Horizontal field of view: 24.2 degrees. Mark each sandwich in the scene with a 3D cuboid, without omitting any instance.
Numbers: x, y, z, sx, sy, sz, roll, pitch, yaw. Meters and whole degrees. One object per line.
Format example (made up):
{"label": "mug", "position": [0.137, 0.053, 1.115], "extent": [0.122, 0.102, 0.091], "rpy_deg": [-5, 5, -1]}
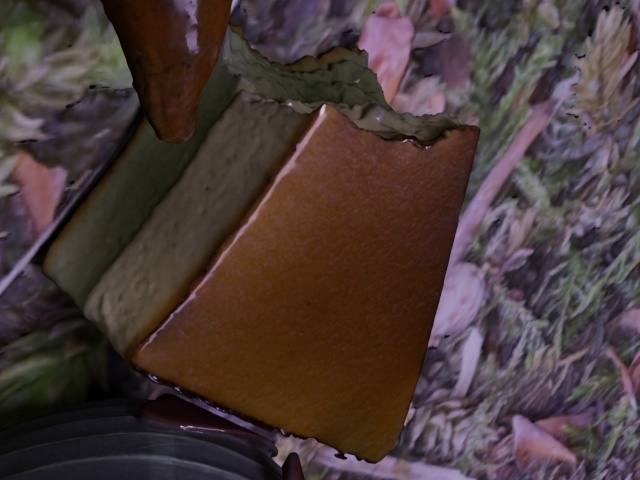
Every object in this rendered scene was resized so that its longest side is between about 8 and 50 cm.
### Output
{"label": "sandwich", "position": [0.000, 0.000, 0.763], "extent": [0.186, 0.108, 0.220], "rpy_deg": [-53, 140, 5]}

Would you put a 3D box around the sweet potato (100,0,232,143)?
{"label": "sweet potato", "position": [-0.078, -0.206, 0.520], "extent": [0.112, 0.112, 0.359], "rpy_deg": [-22, 115, -31]}

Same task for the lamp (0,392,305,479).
{"label": "lamp", "position": [-0.111, 0.189, 0.723], "extent": [0.233, 0.233, 0.265], "rpy_deg": [-8, 138, -41]}
